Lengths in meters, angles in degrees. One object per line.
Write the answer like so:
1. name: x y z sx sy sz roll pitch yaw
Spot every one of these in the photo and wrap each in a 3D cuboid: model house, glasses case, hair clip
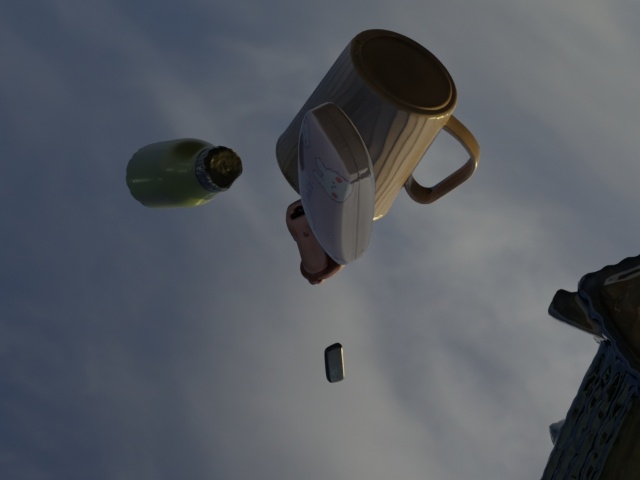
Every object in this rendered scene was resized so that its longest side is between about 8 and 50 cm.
1. model house: 0.492 0.229 1.760 0.400 0.445 0.395 20 176 13
2. glasses case: 0.024 0.219 2.262 0.034 0.083 0.023 -14 -145 -13
3. hair clip: 0.007 0.002 2.003 0.102 0.123 0.138 6 -122 -57
4. glasses case: 0.020 -0.066 1.598 0.075 0.297 0.113 -25 -114 -13

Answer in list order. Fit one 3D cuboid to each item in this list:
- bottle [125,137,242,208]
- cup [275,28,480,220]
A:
1. bottle: -0.214 -0.108 2.010 0.112 0.112 0.260 13 173 -32
2. cup: 0.098 -0.167 2.083 0.288 0.273 0.208 48 -138 14
